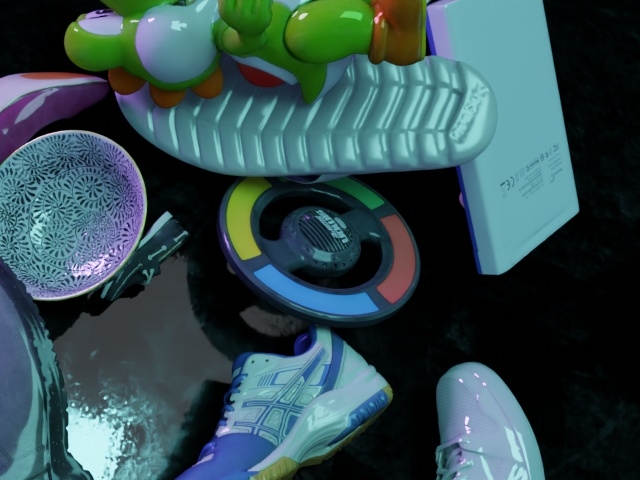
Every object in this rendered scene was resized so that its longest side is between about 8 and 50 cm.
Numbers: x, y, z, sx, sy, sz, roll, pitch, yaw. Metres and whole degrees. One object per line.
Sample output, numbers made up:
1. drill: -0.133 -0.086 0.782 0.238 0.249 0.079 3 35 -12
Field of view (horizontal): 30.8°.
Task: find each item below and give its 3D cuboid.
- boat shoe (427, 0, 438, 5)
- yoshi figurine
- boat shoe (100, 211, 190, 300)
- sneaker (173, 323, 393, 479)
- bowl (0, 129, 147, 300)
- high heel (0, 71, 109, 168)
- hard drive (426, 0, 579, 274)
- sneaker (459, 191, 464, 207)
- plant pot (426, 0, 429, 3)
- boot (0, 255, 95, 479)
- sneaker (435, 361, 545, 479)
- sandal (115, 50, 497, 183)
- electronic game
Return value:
1. boat shoe: 0.161 -0.320 1.483 0.223 0.080 0.073 30 72 -56
2. yoshi figurine: -0.082 -0.255 1.145 0.362 0.203 0.203 -6 77 4
3. boat shoe: -0.176 0.022 1.173 0.038 0.046 0.125 39 45 -3
4. sneaker: -0.066 0.183 1.135 0.296 0.112 0.131 -28 72 -43
5. bowl: -0.235 -0.013 1.114 0.170 0.080 0.170 -4 70 10
6. high heel: -0.304 -0.099 1.155 0.244 0.082 0.117 -27 122 -52
7. hard drive: 0.222 -0.147 1.382 0.210 0.040 0.319 -33 115 -44
8. sneaker: 0.210 -0.036 1.430 0.083 0.037 0.032 39 52 -11
9. plant pot: 0.000 -0.370 1.346 0.284 0.191 0.284 -1 95 -14
10. boot: -0.324 0.176 0.973 0.222 0.118 0.338 -15 71 -29
11. sneaker: 0.140 0.268 1.186 0.169 0.108 0.293 -2 66 -32
12. sandal: -0.020 -0.134 1.270 0.416 0.102 0.169 9 78 2
13. electronic game: 0.000 0.000 1.248 0.229 0.048 0.229 14 44 -13
